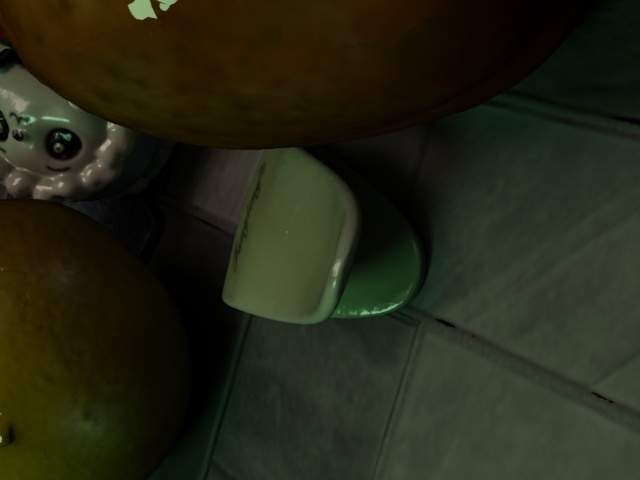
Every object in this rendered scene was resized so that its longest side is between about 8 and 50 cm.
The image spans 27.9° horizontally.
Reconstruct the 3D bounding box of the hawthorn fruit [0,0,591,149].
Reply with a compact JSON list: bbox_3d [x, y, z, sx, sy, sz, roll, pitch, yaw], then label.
[{"bbox_3d":[-0.028,-0.273,0.923,0.472,0.472,0.471,-19,66,50],"label":"hawthorn fruit"}]

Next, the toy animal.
[{"bbox_3d":[-0.270,-0.117,1.369,0.208,0.204,0.156,21,103,14],"label":"toy animal"}]

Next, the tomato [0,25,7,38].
[{"bbox_3d":[-0.314,-0.297,1.535,0.309,0.170,0.309,-21,59,41],"label":"tomato"}]

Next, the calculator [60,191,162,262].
[{"bbox_3d":[-0.264,-0.025,1.523,0.161,0.021,0.261,-60,41,21],"label":"calculator"}]

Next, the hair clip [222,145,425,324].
[{"bbox_3d":[-0.018,-0.005,1.114,0.282,0.113,0.172,30,104,53],"label":"hair clip"}]

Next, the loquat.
[{"bbox_3d":[-0.300,0.128,1.249,0.328,0.359,0.328,37,148,28],"label":"loquat"}]
